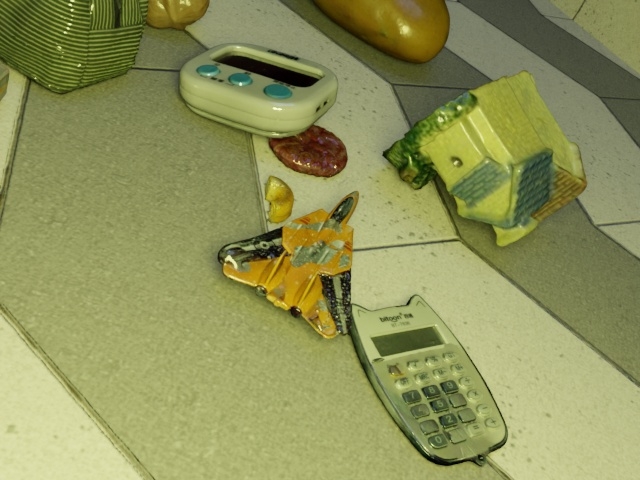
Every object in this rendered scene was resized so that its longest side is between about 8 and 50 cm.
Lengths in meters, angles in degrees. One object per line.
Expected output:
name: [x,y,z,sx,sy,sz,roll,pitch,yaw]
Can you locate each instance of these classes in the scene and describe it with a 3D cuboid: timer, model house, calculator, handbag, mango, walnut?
timer: [-0.109,-0.273,1.374,0.262,0.087,0.237,20,33,15]
model house: [0.305,-0.127,1.392,0.321,0.261,0.266,-28,81,-46]
calculator: [0.146,0.188,1.032,0.177,0.040,0.268,-4,47,-34]
handbag: [-0.454,-0.429,1.259,0.340,0.240,0.247,32,32,10]
mango: [0.139,-0.601,1.843,0.446,0.232,0.300,48,37,18]
walnut: [-0.298,-0.495,1.519,0.166,0.149,0.167,-2,63,3]

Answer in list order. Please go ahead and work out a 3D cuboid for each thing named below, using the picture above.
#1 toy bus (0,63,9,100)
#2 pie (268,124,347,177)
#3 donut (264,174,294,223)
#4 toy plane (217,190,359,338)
toy bus: [-0.503,-0.195,1.081,0.057,0.072,0.172,24,37,-10]
pie: [-0.021,-0.165,1.368,0.154,0.036,0.154,16,38,-13]
donut: [-0.071,-0.067,1.214,0.067,0.038,0.083,34,35,5]
toy plane: [-0.005,0.009,1.119,0.204,0.103,0.316,31,30,4]
